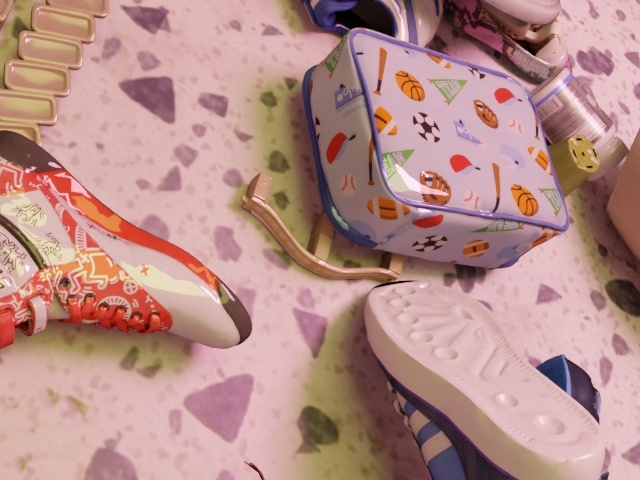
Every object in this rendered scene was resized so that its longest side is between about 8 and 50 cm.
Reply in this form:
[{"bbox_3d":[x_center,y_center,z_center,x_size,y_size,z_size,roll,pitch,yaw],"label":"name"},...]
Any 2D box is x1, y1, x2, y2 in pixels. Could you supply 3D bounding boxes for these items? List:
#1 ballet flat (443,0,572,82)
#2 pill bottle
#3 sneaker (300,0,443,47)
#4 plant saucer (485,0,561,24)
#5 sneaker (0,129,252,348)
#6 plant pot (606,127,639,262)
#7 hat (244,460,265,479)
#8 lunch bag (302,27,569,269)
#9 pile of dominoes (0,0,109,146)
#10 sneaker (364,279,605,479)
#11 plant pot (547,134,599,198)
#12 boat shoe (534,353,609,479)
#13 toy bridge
[{"bbox_3d":[0.266,-0.276,1.156,0.221,0.079,0.077,26,58,-20],"label":"ballet flat"},{"bbox_3d":[0.330,-0.148,1.136,0.137,0.078,0.078,49,52,-4],"label":"pill bottle"},{"bbox_3d":[0.013,-0.315,0.994,0.296,0.112,0.131,37,53,-11],"label":"sneaker"},{"bbox_3d":[0.164,-0.431,1.065,0.400,0.100,0.401,29,33,-21],"label":"plant saucer"},{"bbox_3d":[-0.195,0.045,0.706,0.270,0.090,0.145,38,57,-11],"label":"sneaker"},{"bbox_3d":[0.474,-0.063,1.094,0.190,0.284,0.284,24,50,18],"label":"plant pot"},{"bbox_3d":[-0.008,0.318,0.657,0.173,0.183,0.209,35,78,-23],"label":"hat"},{"bbox_3d":[0.129,-0.100,0.951,0.303,0.115,0.243,9,57,-37],"label":"lunch bag"},{"bbox_3d":[-0.317,-0.164,0.773,0.196,0.040,0.251,26,64,-21],"label":"pile of dominoes"},{"bbox_3d":[0.126,0.204,0.816,0.130,0.236,0.323,-7,27,-24],"label":"sneaker"},{"bbox_3d":[0.300,-0.091,1.089,0.083,0.079,0.083,13,62,-26],"label":"plant pot"},{"bbox_3d":[0.260,0.238,0.890,0.089,0.109,0.258,32,56,-20],"label":"boat shoe"},{"bbox_3d":[0.000,0.000,0.887,0.188,0.026,0.063,28,56,-20],"label":"toy bridge"}]
